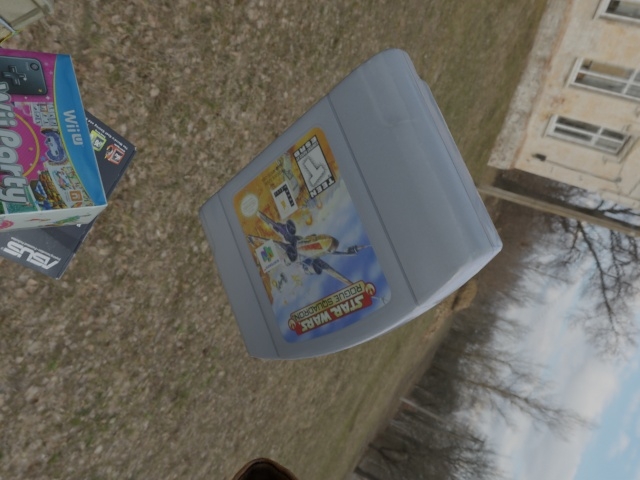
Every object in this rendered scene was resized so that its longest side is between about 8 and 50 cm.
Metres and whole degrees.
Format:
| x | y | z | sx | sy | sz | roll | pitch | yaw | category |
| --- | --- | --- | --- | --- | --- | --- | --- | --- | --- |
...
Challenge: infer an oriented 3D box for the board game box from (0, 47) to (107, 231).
| x | y | z | sx | sy | sz | roll | pitch | yaw | category |
| --- | --- | --- | --- | --- | --- | --- | --- | --- | --- |
| -0.448 | -0.119 | 0.581 | 0.303 | 0.097 | 0.224 | -12 | 83 | -43 | board game box |

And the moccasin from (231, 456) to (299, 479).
| x | y | z | sx | sy | sz | roll | pitch | yaw | category |
| --- | --- | --- | --- | --- | --- | --- | --- | --- | --- |
| -0.025 | 0.245 | 0.308 | 0.380 | 0.139 | 0.147 | 130 | -36 | -82 | moccasin |

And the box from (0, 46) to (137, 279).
| x | y | z | sx | sy | sz | roll | pitch | yaw | category |
| --- | --- | --- | --- | --- | --- | --- | --- | --- | --- |
| -0.577 | -0.151 | 0.867 | 0.395 | 0.097 | 0.319 | 43 | 69 | -49 | box |

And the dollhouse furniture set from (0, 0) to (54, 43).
| x | y | z | sx | sy | sz | roll | pitch | yaw | category |
| --- | --- | --- | --- | --- | --- | --- | --- | --- | --- |
| -0.706 | -0.552 | 0.938 | 0.197 | 0.151 | 0.301 | -27 | 161 | 2 | dollhouse furniture set |

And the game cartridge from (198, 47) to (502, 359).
| x | y | z | sx | sy | sz | roll | pitch | yaw | category |
| --- | --- | --- | --- | --- | --- | --- | --- | --- | --- |
| 0.000 | 0.000 | 0.442 | 0.062 | 0.198 | 0.297 | -6 | 161 | -46 | game cartridge |
